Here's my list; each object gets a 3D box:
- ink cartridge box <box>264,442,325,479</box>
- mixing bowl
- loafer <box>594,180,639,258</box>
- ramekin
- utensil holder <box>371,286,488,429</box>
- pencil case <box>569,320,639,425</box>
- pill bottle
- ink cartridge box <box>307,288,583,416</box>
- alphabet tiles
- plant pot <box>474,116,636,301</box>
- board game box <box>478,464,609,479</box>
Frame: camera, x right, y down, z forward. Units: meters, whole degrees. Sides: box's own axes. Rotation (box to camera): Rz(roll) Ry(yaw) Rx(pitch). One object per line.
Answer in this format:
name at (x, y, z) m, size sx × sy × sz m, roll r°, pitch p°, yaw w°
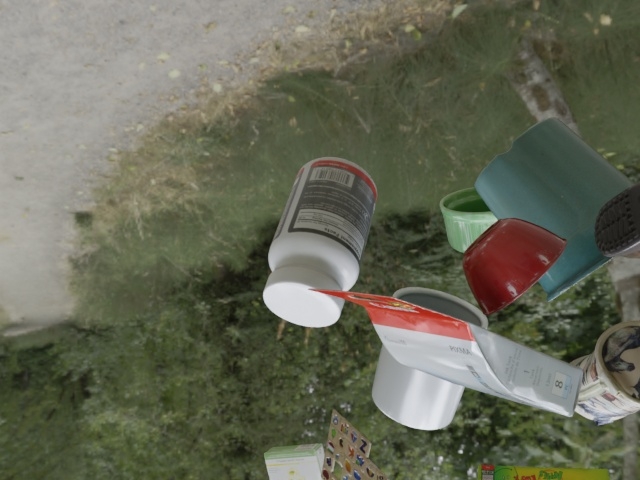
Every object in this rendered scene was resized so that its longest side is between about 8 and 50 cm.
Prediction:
ink cartridge box at (-0.049, 0.689, 1.539) m, size 0.171 × 0.235 × 0.056 m, roll -15°, pitch 177°, yaw 26°
mixing bowl at (0.307, 0.028, 0.932) m, size 0.181 × 0.098 × 0.181 m, roll -44°, pitch 175°, yaw -4°
loafer at (0.576, -0.065, 0.818) m, size 0.130 × 0.134 × 0.366 m, roll 11°, pitch 161°, yaw -12°
ramekin at (0.542, -0.067, 1.782) m, size 0.303 × 0.148 × 0.303 m, roll -9°, pitch -162°, yaw 3°
utensil holder at (0.367, 0.404, 1.935) m, size 0.327 × 0.386 × 0.328 m, roll 10°, pitch -161°, yaw -4°
pencil case at (0.606, 0.281, 1.134) m, size 0.183 × 0.160 × 0.410 m, roll -37°, pitch 155°, yaw -2°
pill bottle at (0.000, 0.000, 1.280) m, size 0.210 × 0.363 × 0.210 m, roll 11°, pitch 143°, yaw 8°
ink cartridge box at (0.190, 0.184, 0.952) m, size 0.384 × 0.091 × 0.308 m, roll 22°, pitch 169°, yaw -22°
alphabet tiles at (0.080, 0.555, 1.341) m, size 0.009 × 0.198 × 0.237 m, roll 2°, pitch -166°, yaw -34°
plant pot at (0.569, -0.087, 1.319) m, size 0.341 × 0.334 × 0.341 m, roll -34°, pitch 164°, yaw -11°
board game box at (0.338, 0.383, 0.836) m, size 0.181 × 0.043 × 0.092 m, roll -8°, pitch 128°, yaw 24°
